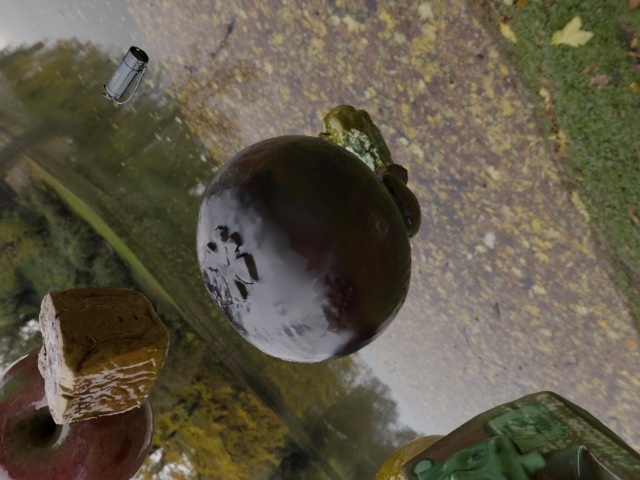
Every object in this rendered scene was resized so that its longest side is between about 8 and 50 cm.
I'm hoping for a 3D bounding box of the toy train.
[{"bbox_3d":[0.183,0.255,0.326,0.326,0.159,0.129,58,180,-10],"label":"toy train"}]

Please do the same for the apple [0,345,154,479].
[{"bbox_3d":[-0.501,0.377,1.028,0.345,0.345,0.269,40,162,16],"label":"apple"}]

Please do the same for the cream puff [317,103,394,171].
[{"bbox_3d":[0.064,-0.195,1.171,0.221,0.194,0.194,59,158,-18],"label":"cream puff"}]

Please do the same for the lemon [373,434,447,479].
[{"bbox_3d":[0.273,0.547,0.915,0.364,0.364,0.364,40,160,17],"label":"lemon"}]

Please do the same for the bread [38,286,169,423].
[{"bbox_3d":[-0.331,0.165,0.767,0.149,0.158,0.143,40,120,35],"label":"bread"}]

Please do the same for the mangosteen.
[{"bbox_3d":[-0.016,0.008,0.676,0.297,0.297,0.293,41,-159,13],"label":"mangosteen"}]

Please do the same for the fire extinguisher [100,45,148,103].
[{"bbox_3d":[-0.239,-0.196,0.623,0.083,0.025,0.038,-37,94,31],"label":"fire extinguisher"}]
